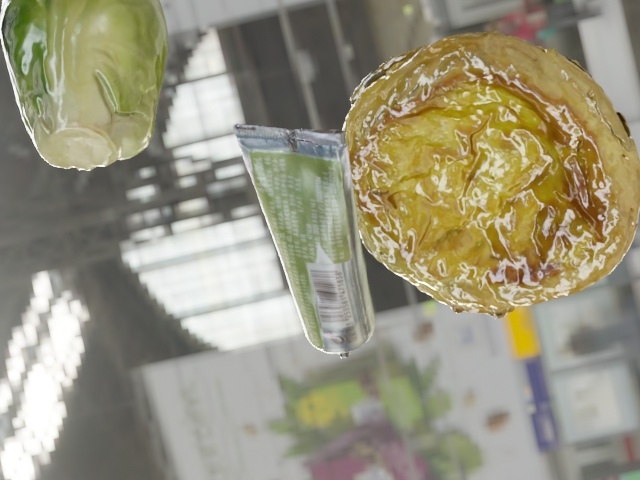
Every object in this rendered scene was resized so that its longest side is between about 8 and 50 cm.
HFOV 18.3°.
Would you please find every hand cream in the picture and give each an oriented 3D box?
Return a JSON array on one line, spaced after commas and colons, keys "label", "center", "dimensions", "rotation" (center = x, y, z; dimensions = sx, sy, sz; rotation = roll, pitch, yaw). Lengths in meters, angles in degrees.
[{"label": "hand cream", "center": [0.000, 0.000, 1.491], "dimensions": [0.235, 0.086, 0.055], "rotation": [75, -154, -43]}]

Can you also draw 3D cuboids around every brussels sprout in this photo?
[{"label": "brussels sprout", "center": [-0.186, -0.148, 1.555], "dimensions": [0.183, 0.131, 0.145], "rotation": [-107, 24, -58]}]

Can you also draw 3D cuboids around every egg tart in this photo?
[{"label": "egg tart", "center": [0.178, -0.082, 2.097], "dimensions": [0.129, 0.341, 0.341], "rotation": [-73, -29, -57]}]
